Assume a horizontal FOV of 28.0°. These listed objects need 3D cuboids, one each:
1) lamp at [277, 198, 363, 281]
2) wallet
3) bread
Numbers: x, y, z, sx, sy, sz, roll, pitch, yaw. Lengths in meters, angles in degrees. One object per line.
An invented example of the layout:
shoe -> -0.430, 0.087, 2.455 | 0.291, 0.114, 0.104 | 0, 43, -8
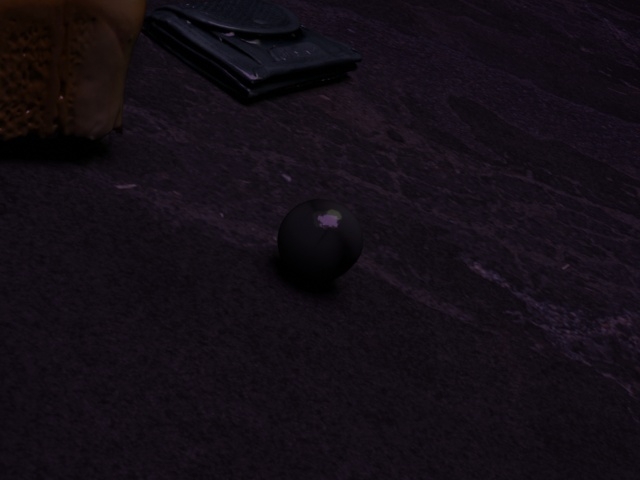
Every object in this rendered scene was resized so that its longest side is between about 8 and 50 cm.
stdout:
lamp -> 0.000, 0.000, 1.575 | 0.105, 0.105, 0.105 | 21, 28, -12
wallet -> -0.103, -0.331, 2.093 | 0.237, 0.075, 0.342 | 34, 29, 20
bread -> -0.376, -0.263, 1.548 | 0.316, 0.270, 0.211 | -7, 28, -38
